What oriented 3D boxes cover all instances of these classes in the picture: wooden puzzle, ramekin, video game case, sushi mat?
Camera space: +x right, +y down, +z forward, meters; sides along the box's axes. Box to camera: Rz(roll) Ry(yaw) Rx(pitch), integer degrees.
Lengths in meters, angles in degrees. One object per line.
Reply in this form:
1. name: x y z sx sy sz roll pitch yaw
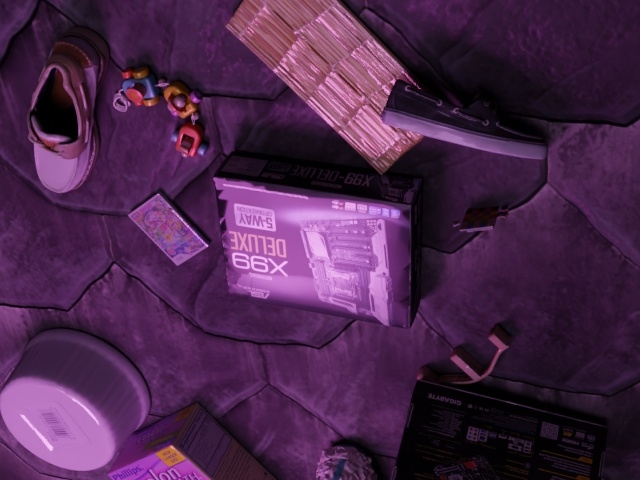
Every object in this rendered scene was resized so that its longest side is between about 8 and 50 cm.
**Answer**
1. wooden puzzle: 0.229 -0.030 1.476 0.083 0.049 0.006 -6 125 27
2. ramekin: -0.482 0.317 1.990 0.277 0.135 0.277 11 129 14
3. video game case: -0.252 -0.019 1.714 0.087 0.011 0.122 -30 110 37
4. sushi mat: 0.024 -0.238 1.422 0.316 0.019 0.151 43 129 -13

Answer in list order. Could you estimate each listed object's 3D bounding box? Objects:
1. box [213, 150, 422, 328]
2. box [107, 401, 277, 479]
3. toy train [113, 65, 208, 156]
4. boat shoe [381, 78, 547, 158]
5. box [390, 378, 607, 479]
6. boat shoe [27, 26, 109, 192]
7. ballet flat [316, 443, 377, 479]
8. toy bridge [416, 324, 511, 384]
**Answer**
1. box: 0.000 0.000 1.579 0.308 0.076 0.242 10 129 16
2. box: -0.250 0.467 2.020 0.214 0.117 0.243 -29 110 37
3. toy train: -0.242 -0.190 1.554 0.166 0.046 0.125 29 131 -1
4. boat shoe: 0.198 -0.165 1.374 0.229 0.080 0.076 14 99 1
5. box: 0.275 0.379 1.622 0.322 0.257 0.079 13 145 9
6. boat shoe: -0.406 -0.183 1.590 0.113 0.103 0.302 23 131 5
7. ballet flat: 0.045 0.566 1.949 0.147 0.147 0.408 4 124 20
8. toy bridge: 0.239 0.201 1.668 0.063 0.026 0.188 42 131 -13
